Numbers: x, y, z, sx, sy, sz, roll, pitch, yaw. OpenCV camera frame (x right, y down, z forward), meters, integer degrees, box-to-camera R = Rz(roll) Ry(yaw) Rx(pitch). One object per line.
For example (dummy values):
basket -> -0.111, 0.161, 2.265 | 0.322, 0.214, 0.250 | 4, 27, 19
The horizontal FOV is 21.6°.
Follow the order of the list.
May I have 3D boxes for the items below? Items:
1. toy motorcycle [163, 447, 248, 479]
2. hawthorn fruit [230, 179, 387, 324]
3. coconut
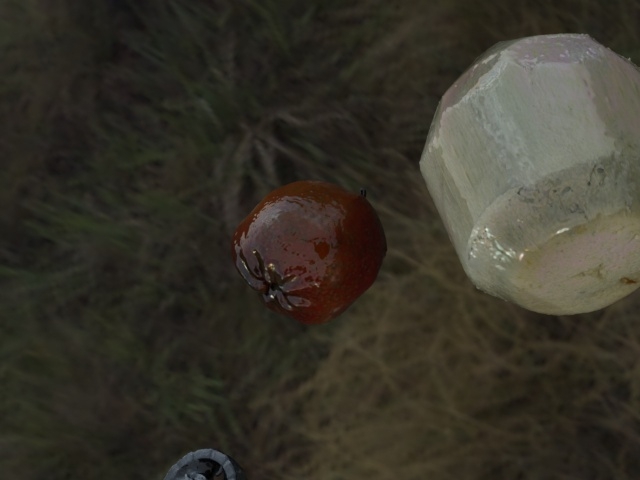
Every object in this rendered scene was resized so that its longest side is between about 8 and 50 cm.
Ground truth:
toy motorcycle -> -0.093, 0.326, 1.516 | 0.173, 0.108, 0.307 | -40, 47, 2
hawthorn fruit -> 0.000, 0.000, 1.859 | 0.157, 0.157, 0.194 | 11, 38, 38
coconut -> 0.190, -0.068, 1.371 | 0.224, 0.224, 0.234 | -26, 52, 25
